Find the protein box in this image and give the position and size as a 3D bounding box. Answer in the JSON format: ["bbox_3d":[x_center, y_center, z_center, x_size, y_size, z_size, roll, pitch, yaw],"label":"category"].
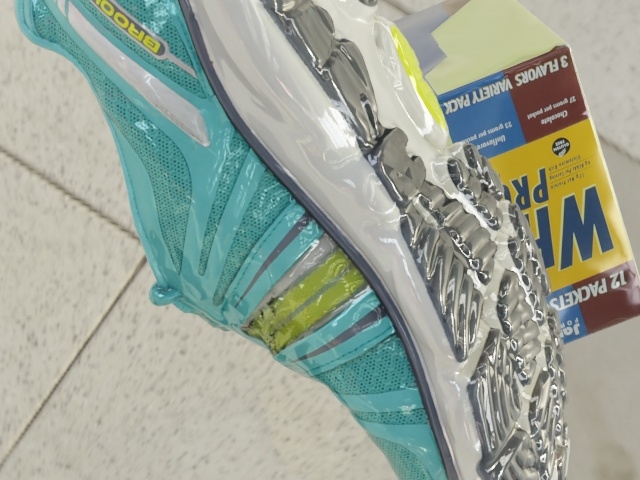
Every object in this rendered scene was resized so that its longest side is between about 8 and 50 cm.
[{"bbox_3d":[0.114,-0.049,0.964,0.136,0.200,0.201,-22,113,2],"label":"protein box"}]

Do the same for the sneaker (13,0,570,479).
[{"bbox_3d":[0.000,0.000,0.458,0.275,0.110,0.107,59,30,-10],"label":"sneaker"}]
